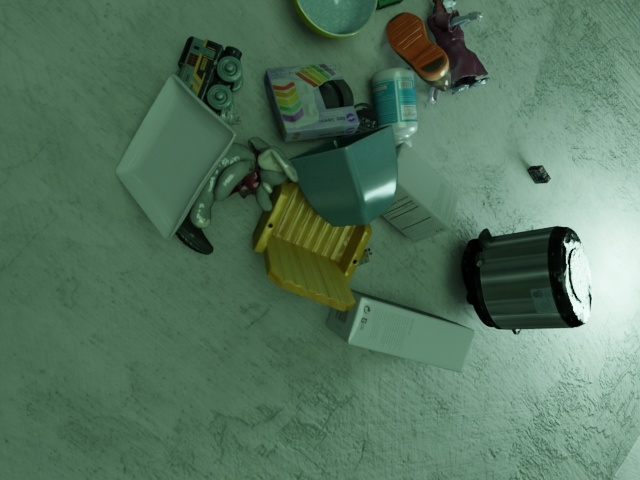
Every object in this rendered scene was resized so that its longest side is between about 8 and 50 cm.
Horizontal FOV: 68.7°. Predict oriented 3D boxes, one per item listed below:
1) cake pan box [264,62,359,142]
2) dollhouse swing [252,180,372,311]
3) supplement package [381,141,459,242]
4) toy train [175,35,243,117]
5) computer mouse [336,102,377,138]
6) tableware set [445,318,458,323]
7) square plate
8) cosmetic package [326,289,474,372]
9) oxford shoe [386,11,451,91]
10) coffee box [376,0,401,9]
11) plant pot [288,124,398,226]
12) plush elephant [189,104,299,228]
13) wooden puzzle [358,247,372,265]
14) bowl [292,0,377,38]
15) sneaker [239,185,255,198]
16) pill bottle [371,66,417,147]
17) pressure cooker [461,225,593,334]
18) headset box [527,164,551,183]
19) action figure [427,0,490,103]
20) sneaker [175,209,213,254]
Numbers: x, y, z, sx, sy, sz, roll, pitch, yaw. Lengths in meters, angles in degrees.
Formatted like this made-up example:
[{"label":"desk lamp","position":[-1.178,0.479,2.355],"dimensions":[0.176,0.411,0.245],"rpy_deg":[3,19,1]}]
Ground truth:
[{"label":"cake pan box","position":[-0.025,-0.450,1.518],"dimensions":[0.266,0.070,0.246],"rpy_deg":[-11,75,-19]},{"label":"dollhouse swing","position":[0.000,0.000,1.474],"dimensions":[0.346,0.305,0.315],"rpy_deg":[24,94,-20]},{"label":"supplement package","position":[0.311,-0.162,1.635],"dimensions":[0.293,0.175,0.178],"rpy_deg":[38,55,-19]},{"label":"toy train","position":[-0.354,-0.441,1.411],"dimensions":[0.190,0.142,0.334],"rpy_deg":[20,90,-8]},{"label":"computer mouse","position":[0.104,-0.345,1.629],"dimensions":[0.188,0.072,0.272],"rpy_deg":[19,98,-21]},{"label":"tableware set","position":[0.480,0.362,1.848],"dimensions":[0.154,0.024,0.104],"rpy_deg":[12,89,-21]},{"label":"square plate","position":[-0.400,-0.231,1.284],"dimensions":[0.347,0.344,0.049],"rpy_deg":[-54,150,14]},{"label":"cosmetic package","position":[0.275,0.310,1.645],"dimensions":[0.453,0.230,0.162],"rpy_deg":[18,88,-17]},{"label":"oxford shoe","position":[0.333,-0.644,1.607],"dimensions":[0.130,0.364,0.132],"rpy_deg":[-30,147,17]},{"label":"coffee box","position":[0.217,-0.917,1.638],"dimensions":[0.113,0.040,0.184],"rpy_deg":[-26,103,-18]},{"label":"plant pot","position":[0.095,-0.184,1.448],"dimensions":[0.247,0.247,0.252],"rpy_deg":[-34,113,-41]},{"label":"plush elephant","position":[-0.207,-0.196,1.360],"dimensions":[0.255,0.272,0.330],"rpy_deg":[17,110,-17]},{"label":"wooden puzzle","position":[0.153,0.061,1.707],"dimensions":[0.083,0.006,0.049],"rpy_deg":[-19,101,-19]},{"label":"bowl","position":[0.023,-0.785,1.511],"dimensions":[0.289,0.156,0.290],"rpy_deg":[-2,95,-21]},{"label":"sneaker","position":[-0.202,-0.186,1.535],"dimensions":[0.157,0.061,0.065],"rpy_deg":[-26,134,-23]},{"label":"pill bottle","position":[0.261,-0.454,1.635],"dimensions":[0.146,0.146,0.264],"rpy_deg":[-8,97,-20]},{"label":"pressure cooker","position":[0.736,0.145,1.738],"dimensions":[0.375,0.420,0.370],"rpy_deg":[21,65,-42]},{"label":"headset box","position":[0.905,-0.277,1.943],"dimensions":[0.032,0.062,0.083],"rpy_deg":[-44,107,-13]},{"label":"action figure","position":[0.471,-0.721,1.712],"dimensions":[0.275,0.248,0.370],"rpy_deg":[-24,91,24]},{"label":"sneaker","position":[-0.411,-0.080,1.428],"dimensions":[0.130,0.109,0.286],"rpy_deg":[-42,109,-18]}]
